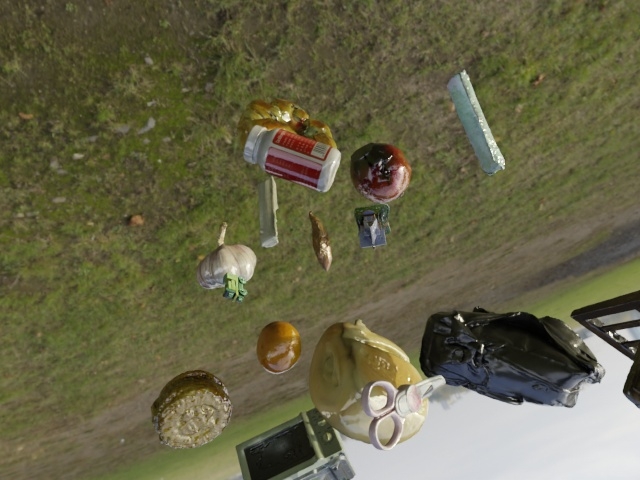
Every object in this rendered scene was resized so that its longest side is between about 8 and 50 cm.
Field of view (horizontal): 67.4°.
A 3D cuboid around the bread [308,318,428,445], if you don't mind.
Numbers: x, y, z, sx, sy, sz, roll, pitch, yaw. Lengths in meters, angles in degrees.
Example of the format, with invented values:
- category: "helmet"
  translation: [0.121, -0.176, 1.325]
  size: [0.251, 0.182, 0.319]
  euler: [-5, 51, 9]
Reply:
- category: "bread"
  translation: [0.150, 0.472, 1.530]
  size: [0.376, 0.348, 0.253]
  euler: [25, 121, -29]

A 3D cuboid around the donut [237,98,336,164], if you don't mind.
- category: "donut"
  translation: [-0.109, -0.353, 1.660]
  size: [0.360, 0.360, 0.170]
  euler: [-5, 139, -39]

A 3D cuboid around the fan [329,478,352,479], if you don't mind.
- category: "fan"
  translation: [0.074, 0.704, 1.272]
  size: [0.240, 0.131, 0.009]
  euler: [3, 140, 31]

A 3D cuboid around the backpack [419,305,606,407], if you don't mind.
- category: "backpack"
  translation: [0.504, 0.305, 1.284]
  size: [0.446, 0.254, 0.363]
  euler: [15, -179, 27]

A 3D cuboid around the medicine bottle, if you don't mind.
- category: "medicine bottle"
  translation: [-0.077, -0.230, 1.336]
  size: [0.250, 0.131, 0.131]
  euler: [20, 157, 6]

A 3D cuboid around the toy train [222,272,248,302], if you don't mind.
- category: "toy train"
  translation: [-0.296, 0.162, 1.659]
  size: [0.081, 0.122, 0.050]
  euler: [24, 118, -25]

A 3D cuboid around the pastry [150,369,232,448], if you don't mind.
- category: "pastry"
  translation: [-0.388, 0.519, 1.445]
  size: [0.240, 0.132, 0.235]
  euler: [30, 89, -30]

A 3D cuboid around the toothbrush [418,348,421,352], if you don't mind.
- category: "toothbrush"
  translation: [0.515, 0.409, 1.833]
  size: [0.288, 0.021, 0.024]
  euler: [-3, 157, -9]

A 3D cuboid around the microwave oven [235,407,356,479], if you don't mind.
- category: "microwave oven"
  translation: [-0.080, 0.807, 1.728]
  size: [0.355, 0.218, 0.286]
  euler: [-24, 132, -6]

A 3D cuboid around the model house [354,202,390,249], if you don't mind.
- category: "model house"
  translation: [0.174, -0.032, 1.555]
  size: [0.117, 0.088, 0.167]
  euler: [-7, 143, 4]

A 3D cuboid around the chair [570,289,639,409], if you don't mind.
- category: "chair"
  translation: [0.558, 0.196, 0.718]
  size: [0.240, 0.203, 0.416]
  euler: [-55, 179, -27]

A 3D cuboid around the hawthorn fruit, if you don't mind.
- category: "hawthorn fruit"
  translation: [0.273, -0.321, 2.240]
  size: [0.316, 0.316, 0.316]
  euler: [-20, 159, -8]

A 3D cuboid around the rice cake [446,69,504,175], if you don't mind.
- category: "rice cake"
  translation: [0.307, -0.231, 0.949]
  size: [0.034, 0.210, 0.043]
  euler: [-26, -177, -37]

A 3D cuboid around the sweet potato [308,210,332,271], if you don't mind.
- category: "sweet potato"
  translation: [0.000, 0.000, 1.548]
  size: [0.060, 0.205, 0.068]
  euler: [-18, 167, 6]

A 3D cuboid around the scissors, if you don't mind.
- category: "scissors"
  translation: [0.165, 0.299, 0.909]
  size: [0.242, 0.118, 0.030]
  euler: [-9, 173, -45]

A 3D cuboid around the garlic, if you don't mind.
- category: "garlic"
  translation: [-0.376, 0.055, 1.898]
  size: [0.245, 0.253, 0.245]
  euler: [-9, -173, 1]

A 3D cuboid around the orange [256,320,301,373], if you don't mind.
- category: "orange"
  translation: [-0.122, 0.320, 1.442]
  size: [0.124, 0.156, 0.156]
  euler: [9, 144, -33]

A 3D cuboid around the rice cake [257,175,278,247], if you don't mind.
- category: "rice cake"
  translation: [-0.157, -0.090, 1.462]
  size: [0.057, 0.256, 0.052]
  euler: [-28, 138, 24]
